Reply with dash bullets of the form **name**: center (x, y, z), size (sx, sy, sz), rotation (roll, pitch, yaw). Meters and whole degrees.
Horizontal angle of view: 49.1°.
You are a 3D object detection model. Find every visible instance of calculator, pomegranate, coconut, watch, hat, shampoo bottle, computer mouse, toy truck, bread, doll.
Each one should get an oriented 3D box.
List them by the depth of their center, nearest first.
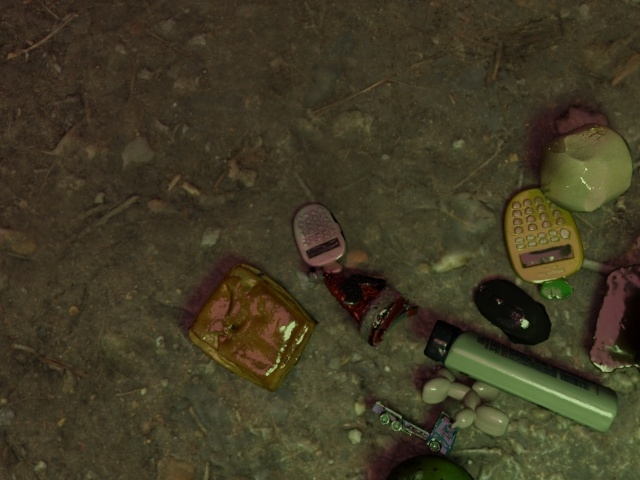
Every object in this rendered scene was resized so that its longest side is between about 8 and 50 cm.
- **watch**: center (0.676, 0.177, 1.223), size (0.335, 0.327, 0.314), rotation (16, 85, 11)
- **pomegranate**: center (0.200, 0.516, 1.298), size (0.211, 0.263, 0.211), rotation (9, 112, 24)
- **shampoo bottle**: center (0.381, 0.253, 1.356), size (0.359, 0.134, 0.078), rotation (22, 106, 11)
- **coconut**: center (0.503, -0.138, 1.359), size (0.182, 0.171, 0.171), rotation (-23, 79, -20)
- **doll**: center (0.278, 0.308, 1.374), size (0.160, 0.161, 0.059), rotation (6, 124, 0)
- **computer mouse**: center (0.386, 0.143, 1.407), size (0.172, 0.057, 0.099), rotation (38, 91, 15)
- **toy truck**: center (0.193, 0.360, 1.409), size (0.175, 0.067, 0.081), rotation (26, 82, 14)
- **calculator**: center (0.454, 0.007, 1.428), size (0.146, 0.032, 0.235), rotation (-12, 80, 7)
- **hat**: center (0.074, 0.111, 1.436), size (0.227, 0.129, 0.140), rotation (33, 57, 18)
- **bread**: center (-0.141, 0.180, 1.461), size (0.235, 0.099, 0.210), rotation (34, 89, 11)
- **calculator**: center (0.000, 0.000, 1.502), size (0.103, 0.024, 0.166), rotation (-22, 78, 5)
